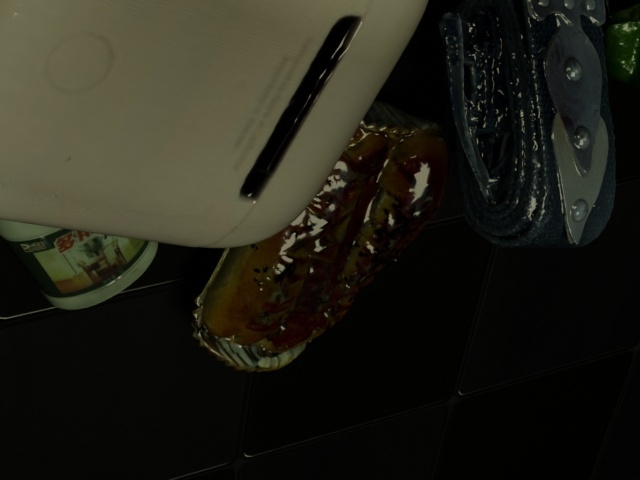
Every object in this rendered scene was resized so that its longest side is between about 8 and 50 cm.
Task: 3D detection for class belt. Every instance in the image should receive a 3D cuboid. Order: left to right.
[{"bbox_3d":[0.157,-0.100,1.194,0.128,0.122,0.218,-3,85,-38],"label":"belt"}]

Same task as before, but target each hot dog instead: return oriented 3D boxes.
[{"bbox_3d":[0.000,0.000,1.250,0.163,0.082,0.270,18,116,-42],"label":"hot dog"}]

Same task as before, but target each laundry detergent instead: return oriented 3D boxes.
[{"bbox_3d":[-0.200,-0.045,1.075,0.099,0.070,0.225,-26,137,-1],"label":"laundry detergent"}]

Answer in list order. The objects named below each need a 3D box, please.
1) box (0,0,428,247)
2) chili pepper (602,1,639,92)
[{"bbox_3d":[-0.105,-0.131,0.935,0.349,0.141,0.288,8,121,-42],"label":"box"},{"bbox_3d":[0.292,-0.230,1.244,0.099,0.083,0.253,7,135,7],"label":"chili pepper"}]
